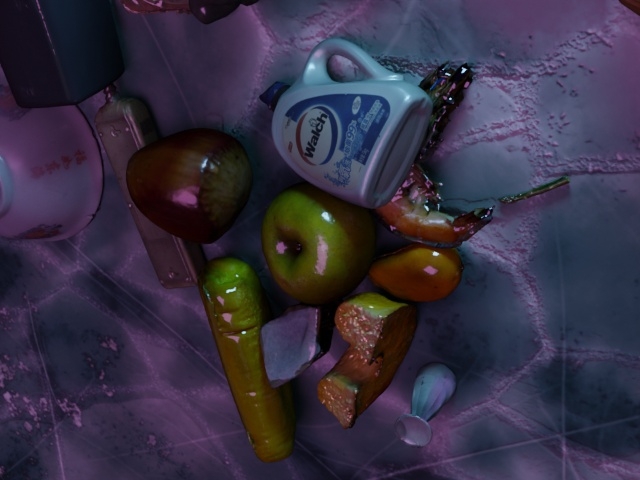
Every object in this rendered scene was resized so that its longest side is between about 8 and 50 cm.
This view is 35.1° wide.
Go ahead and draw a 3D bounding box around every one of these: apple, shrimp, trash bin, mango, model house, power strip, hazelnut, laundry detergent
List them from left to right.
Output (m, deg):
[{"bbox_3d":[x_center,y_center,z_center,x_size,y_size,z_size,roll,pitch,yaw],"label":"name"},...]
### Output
[{"bbox_3d":[-0.435,-0.372,1.609,0.182,0.209,0.290,-1,119,22],"label":"trash bin"},{"bbox_3d":[-0.299,-0.093,1.765,0.092,0.066,0.388,-8,112,28],"label":"power strip"},{"bbox_3d":[-0.218,-0.098,1.653,0.208,0.208,0.208,10,117,20],"label":"hazelnut"},{"bbox_3d":[-0.013,0.153,1.697,0.165,0.152,0.106,-32,84,32],"label":"model house"},{"bbox_3d":[0.000,0.000,1.606,0.196,0.157,0.196,10,106,37],"label":"apple"},{"bbox_3d":[0.020,-0.192,1.533,0.280,0.105,0.215,37,112,34],"label":"laundry detergent"},{"bbox_3d":[0.158,0.047,1.619,0.159,0.084,0.105,-3,129,43],"label":"mango"},{"bbox_3d":[0.183,-0.117,1.518,0.222,0.054,0.290,40,119,22],"label":"shrimp"}]

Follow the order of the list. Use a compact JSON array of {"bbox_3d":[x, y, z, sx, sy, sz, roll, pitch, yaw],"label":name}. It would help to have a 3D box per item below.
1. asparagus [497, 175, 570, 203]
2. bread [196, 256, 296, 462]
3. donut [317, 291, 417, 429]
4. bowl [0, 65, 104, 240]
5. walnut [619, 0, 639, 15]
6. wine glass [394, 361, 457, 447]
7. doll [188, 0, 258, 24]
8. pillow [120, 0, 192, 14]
[{"bbox_3d":[0.321,-0.074,1.526,0.114,0.014,0.015,-21,70,29],"label":"asparagus"},{"bbox_3d":[-0.117,0.208,1.778,0.112,0.166,0.384,-18,109,-10],"label":"bread"},{"bbox_3d":[0.087,0.179,1.677,0.101,0.152,0.259,31,128,26],"label":"donut"},{"bbox_3d":[-0.576,-0.128,1.813,0.345,0.157,0.346,9,116,20],"label":"bowl"},{"bbox_3d":[0.444,-0.348,1.251,0.207,0.167,0.167,21,120,8],"label":"walnut"},{"bbox_3d":[0.176,0.273,1.671,0.073,0.155,0.073,9,119,16],"label":"wine glass"},{"bbox_3d":[-0.056,-0.467,1.375,0.378,0.252,0.382,17,125,16],"label":"doll"},{"bbox_3d":[-0.235,-0.420,1.597,0.211,0.034,0.135,6,116,23],"label":"pillow"}]
